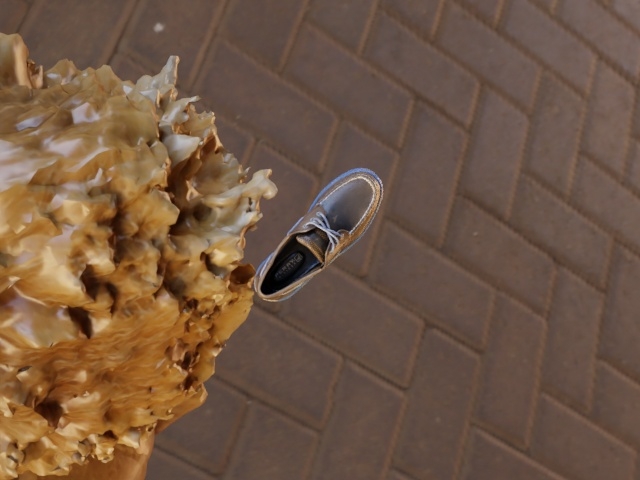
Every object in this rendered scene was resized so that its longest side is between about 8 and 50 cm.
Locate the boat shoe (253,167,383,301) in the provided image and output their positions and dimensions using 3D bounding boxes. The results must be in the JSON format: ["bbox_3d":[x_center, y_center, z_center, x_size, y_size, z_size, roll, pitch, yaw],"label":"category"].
[{"bbox_3d":[0.000,0.000,1.185,0.066,0.066,0.183,40,100,-2],"label":"boat shoe"}]

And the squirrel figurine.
[{"bbox_3d":[-0.207,0.042,0.516,0.370,0.397,0.281,50,54,-23],"label":"squirrel figurine"}]
